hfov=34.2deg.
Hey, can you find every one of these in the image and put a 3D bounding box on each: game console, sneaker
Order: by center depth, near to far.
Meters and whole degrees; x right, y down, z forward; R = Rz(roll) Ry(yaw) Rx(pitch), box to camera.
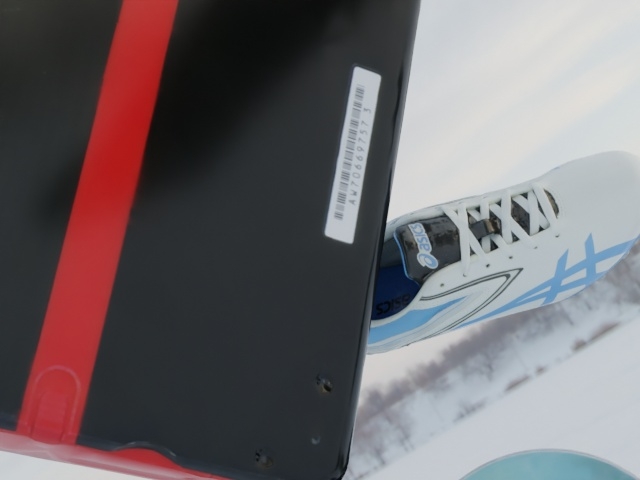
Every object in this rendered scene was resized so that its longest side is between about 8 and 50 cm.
[{"bbox_3d":[-0.116,-0.080,0.555,0.342,0.387,0.060,16,-17,-21],"label":"game console"},{"bbox_3d":[0.100,0.007,0.661,0.237,0.085,0.086,-24,-25,11],"label":"sneaker"}]

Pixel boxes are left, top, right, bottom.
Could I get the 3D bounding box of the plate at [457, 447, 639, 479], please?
[{"bbox_3d":[0.148,0.225,0.679,0.188,0.188,0.024,-30,-43,-4],"label":"plate"}]
